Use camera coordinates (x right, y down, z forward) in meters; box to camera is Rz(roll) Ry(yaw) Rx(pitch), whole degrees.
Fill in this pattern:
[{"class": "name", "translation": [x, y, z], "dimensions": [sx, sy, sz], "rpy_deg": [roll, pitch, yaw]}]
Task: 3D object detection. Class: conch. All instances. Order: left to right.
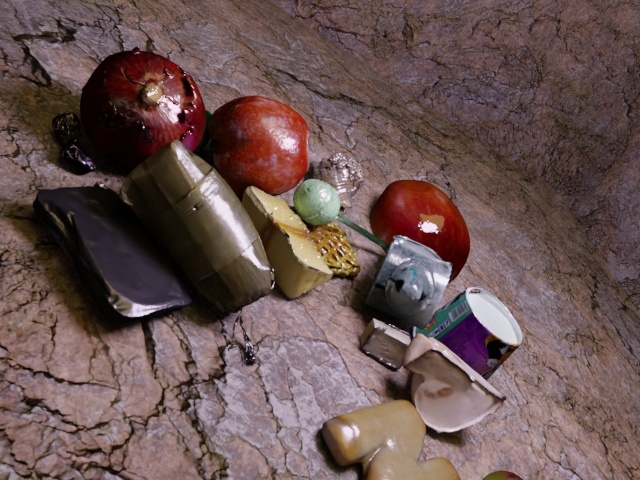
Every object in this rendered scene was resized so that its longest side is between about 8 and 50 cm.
[{"class": "conch", "translation": [0.049, -0.183, 1.924], "dimensions": [0.178, 0.163, 0.245], "rpy_deg": [3, 55, -1]}]

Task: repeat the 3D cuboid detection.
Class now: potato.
[{"class": "potato", "translation": [0.158, 0.244, 1.481], "dimensions": [0.122, 0.086, 0.061], "rpy_deg": [30, 17, -15]}]

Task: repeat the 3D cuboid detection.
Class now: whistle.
[{"class": "whistle", "translation": [0.244, 0.070, 1.649], "dimensions": [0.168, 0.188, 0.405], "rpy_deg": [24, 38, 3]}]

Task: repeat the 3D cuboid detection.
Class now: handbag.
[{"class": "handbag", "translation": [-0.389, 0.015, 1.155], "dimensions": [0.332, 0.075, 0.191], "rpy_deg": [49, 28, 17]}]

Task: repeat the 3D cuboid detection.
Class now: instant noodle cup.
[{"class": "instant noodle cup", "translation": [0.393, 0.251, 1.628], "dimensions": [0.251, 0.190, 0.251], "rpy_deg": [29, 31, -19]}]

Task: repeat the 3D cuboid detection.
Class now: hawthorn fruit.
[{"class": "hawthorn fruit", "translation": [-0.162, -0.236, 1.597], "dimensions": [0.284, 0.284, 0.284], "rpy_deg": [29, 31, -19]}]

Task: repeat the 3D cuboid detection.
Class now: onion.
[{"class": "onion", "translation": [-0.396, -0.286, 1.392], "dimensions": [0.276, 0.276, 0.276], "rpy_deg": [29, 31, -19]}]

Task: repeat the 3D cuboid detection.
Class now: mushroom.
[{"class": "mushroom", "translation": [0.269, 0.334, 1.450], "dimensions": [0.236, 0.162, 0.173], "rpy_deg": [38, 1, -12]}]

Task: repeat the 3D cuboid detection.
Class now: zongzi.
[{"class": "zongzi", "translation": [-0.214, 0.014, 1.333], "dimensions": [0.447, 0.181, 0.418], "rpy_deg": [58, -2, -7]}]

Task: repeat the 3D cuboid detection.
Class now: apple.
[{"class": "apple", "translation": [0.327, -0.039, 2.036], "dimensions": [0.365, 0.295, 0.329], "rpy_deg": [-99, 170, -48]}]

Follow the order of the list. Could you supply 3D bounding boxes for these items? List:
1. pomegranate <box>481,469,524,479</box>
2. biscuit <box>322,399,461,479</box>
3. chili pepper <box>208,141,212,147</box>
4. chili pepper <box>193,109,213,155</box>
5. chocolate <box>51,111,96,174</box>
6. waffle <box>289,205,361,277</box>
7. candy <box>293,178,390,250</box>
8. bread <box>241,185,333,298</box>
[{"class": "pomegranate", "translation": [0.378, 0.550, 1.261], "dimensions": [0.129, 0.129, 0.159], "rpy_deg": [39, 29, -3]}, {"class": "biscuit", "translation": [0.150, 0.433, 1.225], "dimensions": [0.290, 0.062, 0.237], "rpy_deg": [6, 43, -48]}, {"class": "chili pepper", "translation": [-0.255, -0.274, 1.742], "dimensions": [0.191, 0.059, 0.050], "rpy_deg": [-27, 107, -56]}, {"class": "chili pepper", "translation": [-0.348, -0.289, 1.613], "dimensions": [0.136, 0.099, 0.270], "rpy_deg": [48, 19, -25]}, {"class": "chocolate", "translation": [-0.526, -0.208, 1.321], "dimensions": [0.072, 0.070, 0.147], "rpy_deg": [-2, 45, -44]}, {"class": "waffle", "translation": [-0.001, 0.001, 1.660], "dimensions": [0.254, 0.052, 0.245], "rpy_deg": [15, 36, -39]}, {"class": "candy", "translation": [0.087, -0.041, 1.712], "dimensions": [0.440, 0.119, 0.119], "rpy_deg": [31, 27, -44]}, {"class": "bread", "translation": [-0.095, 0.000, 1.467], "dimensions": [0.266, 0.141, 0.178], "rpy_deg": [51, -1, 27]}]
